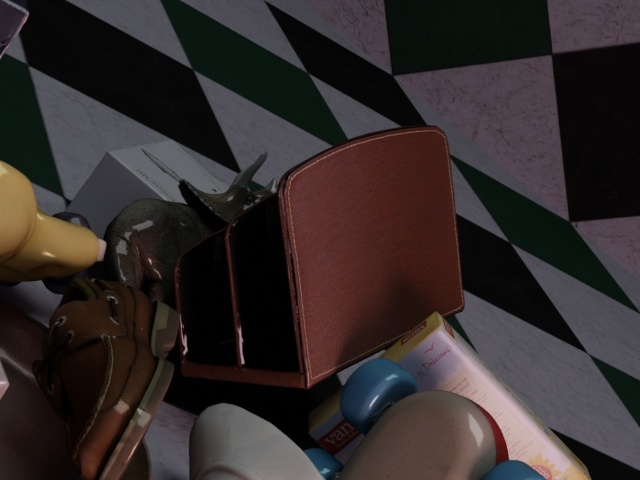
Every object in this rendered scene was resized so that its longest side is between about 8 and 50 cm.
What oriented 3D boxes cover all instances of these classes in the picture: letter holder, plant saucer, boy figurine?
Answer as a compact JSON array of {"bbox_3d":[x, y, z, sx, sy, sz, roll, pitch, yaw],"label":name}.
[{"bbox_3d":[0.000,0.000,1.616,0.152,0.214,0.302,2,14,34],"label":"letter holder"},{"bbox_3d":[-0.277,0.133,1.290,0.311,0.050,0.310,33,18,-12],"label":"plant saucer"},{"bbox_3d":[-0.282,-0.008,1.410,0.177,0.092,0.285,8,-9,5],"label":"boy figurine"}]

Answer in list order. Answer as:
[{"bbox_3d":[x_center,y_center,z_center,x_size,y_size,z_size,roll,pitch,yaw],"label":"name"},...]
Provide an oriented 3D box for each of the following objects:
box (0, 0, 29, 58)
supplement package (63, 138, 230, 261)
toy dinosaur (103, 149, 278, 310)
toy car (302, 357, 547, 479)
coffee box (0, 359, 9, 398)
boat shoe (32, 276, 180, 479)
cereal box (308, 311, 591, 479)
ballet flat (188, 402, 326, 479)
[{"bbox_3d":[-0.434,-0.207,1.451,0.212,0.293,0.395,28,19,-27],"label":"box"},{"bbox_3d":[-0.191,-0.037,1.804,0.105,0.105,0.179,40,18,9],"label":"supplement package"},{"bbox_3d":[-0.162,0.019,1.613,0.313,0.121,0.160,-18,96,-50],"label":"toy dinosaur"},{"bbox_3d":[0.120,0.261,1.516,0.219,0.210,0.238,36,0,39],"label":"toy car"},{"bbox_3d":[-0.333,0.026,1.097,0.119,0.168,0.297,0,51,-37],"label":"coffee box"},{"bbox_3d":[-0.185,0.109,1.299,0.104,0.110,0.307,30,8,-10],"label":"boat shoe"},{"bbox_3d":[0.128,0.208,1.596,0.240,0.173,0.047,47,14,-15],"label":"cereal box"},{"bbox_3d":[-0.019,0.284,1.298,0.400,0.139,0.139,48,20,30],"label":"ballet flat"}]
